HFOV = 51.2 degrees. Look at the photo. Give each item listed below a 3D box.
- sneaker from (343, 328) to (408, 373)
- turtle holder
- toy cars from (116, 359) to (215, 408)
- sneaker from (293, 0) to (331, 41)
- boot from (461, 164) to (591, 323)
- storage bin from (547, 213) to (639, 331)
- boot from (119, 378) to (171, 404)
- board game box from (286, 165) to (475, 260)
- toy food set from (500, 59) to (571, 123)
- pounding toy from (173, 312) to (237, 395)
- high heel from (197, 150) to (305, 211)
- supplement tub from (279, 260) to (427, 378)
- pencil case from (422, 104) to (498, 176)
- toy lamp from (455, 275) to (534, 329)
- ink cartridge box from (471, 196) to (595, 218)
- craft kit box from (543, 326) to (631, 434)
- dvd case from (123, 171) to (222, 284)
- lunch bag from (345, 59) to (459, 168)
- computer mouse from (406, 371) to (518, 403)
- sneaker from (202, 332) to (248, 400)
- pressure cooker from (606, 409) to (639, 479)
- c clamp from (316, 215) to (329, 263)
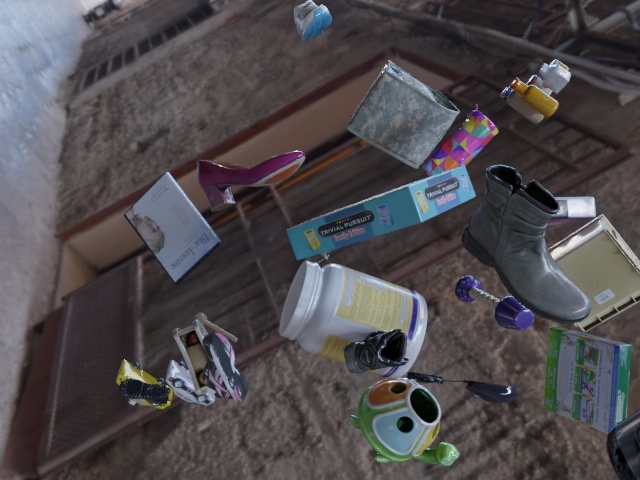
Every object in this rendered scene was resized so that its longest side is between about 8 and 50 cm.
[{"bbox_3d":[0.152,0.244,1.495,0.227,0.130,0.087,6,72,-66],"label":"sneaker"},{"bbox_3d":[0.270,0.585,2.107,0.227,0.243,0.320,-41,-115,43],"label":"turtle holder"},{"bbox_3d":[-0.495,0.470,2.121,0.176,0.087,0.394,52,18,28],"label":"toy cars"},{"bbox_3d":[-0.032,-0.613,1.839,0.092,0.087,0.229,65,-7,-10],"label":"sneaker"},{"bbox_3d":[0.328,0.004,1.026,0.246,0.083,0.161,43,-37,27],"label":"boot"},{"bbox_3d":[0.848,0.108,2.082,0.260,0.262,0.123,49,25,-6],"label":"storage bin"},{"bbox_3d":[-0.413,0.361,1.586,0.099,0.121,0.045,119,-24,-66],"label":"boot"},{"bbox_3d":[0.132,-0.061,1.471,0.254,0.336,0.079,-23,93,-51],"label":"board game box"},{"bbox_3d":[0.468,-0.341,1.477,0.105,0.232,0.111,36,-43,-2],"label":"toy food set"},{"bbox_3d":[-0.329,0.308,1.963,0.154,0.155,0.269,71,-6,-59],"label":"pounding toy"},{"bbox_3d":[-0.229,-0.241,2.079,0.127,0.377,0.181,0,68,-68],"label":"high heel"},{"bbox_3d":[0.082,0.200,1.729,0.331,0.241,0.241,20,5,-10],"label":"supplement tub"},{"bbox_3d":[0.393,-0.263,1.890,0.104,0.236,0.104,41,11,-9],"label":"pencil case"},{"bbox_3d":[0.410,0.148,1.576,0.080,0.080,0.275,61,-6,-16],"label":"toy lamp"},{"bbox_3d":[0.620,-0.074,1.987,0.371,0.176,0.069,169,-82,-72],"label":"ink cartridge box"},{"bbox_3d":[0.743,0.389,1.878,0.247,0.061,0.249,11,-80,58],"label":"craft kit box"},{"bbox_3d":[-0.400,-0.031,1.797,0.253,0.180,0.022,51,16,10],"label":"dvd case"},{"bbox_3d":[0.268,-0.394,2.137,0.287,0.235,0.169,32,27,-5],"label":"lunch bag"},{"bbox_3d":[0.307,0.322,1.459,0.071,0.242,0.041,55,43,-78],"label":"computer mouse"},{"bbox_3d":[-0.217,0.274,1.395,0.072,0.077,0.178,-75,152,-58],"label":"sneaker"},{"bbox_3d":[0.867,0.444,1.379,0.370,0.420,0.375,52,22,9],"label":"pressure cooker"},{"bbox_3d":[0.000,0.000,2.107,0.160,0.137,0.022,60,-3,-37],"label":"c clamp"}]
